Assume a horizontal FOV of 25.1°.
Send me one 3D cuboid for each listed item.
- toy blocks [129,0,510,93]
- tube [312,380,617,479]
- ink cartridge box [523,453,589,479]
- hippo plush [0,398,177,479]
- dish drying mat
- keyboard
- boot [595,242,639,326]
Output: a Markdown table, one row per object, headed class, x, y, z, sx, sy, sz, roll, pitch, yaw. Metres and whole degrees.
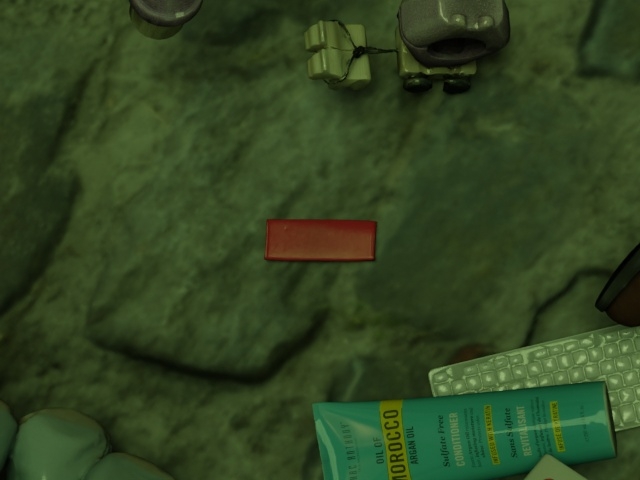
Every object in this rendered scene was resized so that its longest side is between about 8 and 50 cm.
| class | x | y | z | sx | sy | sz | roll | pitch | yaw |
| --- | --- | --- | --- | --- | --- | --- | --- | --- | --- |
| toy blocks | 0.003 | -0.286 | 0.960 | 0.288 | 0.260 | 0.309 | -1 | 77 | -14 |
| tube | 0.099 | 0.138 | 0.995 | 0.207 | 0.052 | 0.080 | -11 | 76 | 14 |
| ink cartridge box | 0.144 | 0.258 | 0.906 | 0.203 | 0.086 | 0.148 | -49 | 44 | -11 |
| hippo plush | -0.220 | 0.266 | 0.979 | 0.294 | 0.234 | 0.237 | 39 | 118 | 30 |
| dish drying mat | 0.000 | 0.000 | 1.068 | 0.083 | 0.008 | 0.032 | 0 | 77 | 11 |
| keyboard | 0.207 | 0.097 | 1.008 | 0.256 | 0.014 | 0.072 | -14 | 76 | 7 |
| boot | 0.356 | 0.067 | 0.953 | 0.264 | 0.096 | 0.280 | -30 | 79 | -16 |
